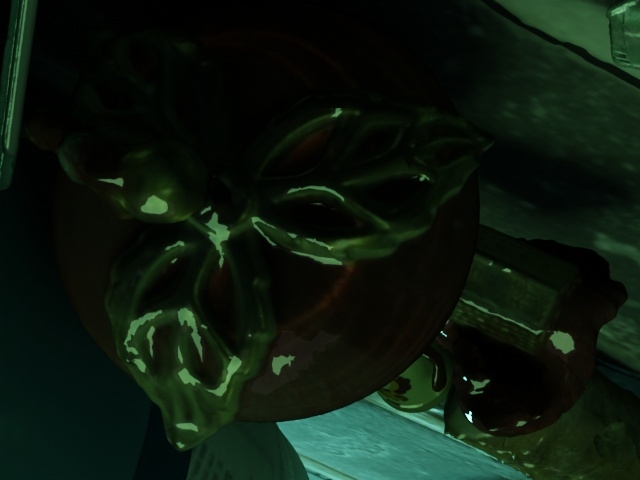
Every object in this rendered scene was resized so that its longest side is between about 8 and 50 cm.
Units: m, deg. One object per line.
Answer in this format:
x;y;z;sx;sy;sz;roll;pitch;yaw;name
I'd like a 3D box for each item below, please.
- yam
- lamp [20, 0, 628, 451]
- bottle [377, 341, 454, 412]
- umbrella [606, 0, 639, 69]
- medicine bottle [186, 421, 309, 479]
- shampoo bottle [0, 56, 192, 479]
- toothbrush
0.220;0.143;0.916;0.357;0.081;0.081;29;158;-23;yam
0.004;-0.010;0.619;0.215;0.151;0.223;30;-156;13;lamp
0.036;0.051;0.879;0.063;0.047;0.101;0;154;20;bottle
0.169;-0.057;0.462;0.188;0.050;0.046;8;136;29;umbrella
-0.138;0.121;0.979;0.211;0.211;0.371;11;159;20;medicine bottle
-0.257;0.021;0.645;0.331;0.331;0.342;11;157;22;shampoo bottle
-0.092;-0.088;0.529;0.014;0.011;0.167;25;124;16;toothbrush
